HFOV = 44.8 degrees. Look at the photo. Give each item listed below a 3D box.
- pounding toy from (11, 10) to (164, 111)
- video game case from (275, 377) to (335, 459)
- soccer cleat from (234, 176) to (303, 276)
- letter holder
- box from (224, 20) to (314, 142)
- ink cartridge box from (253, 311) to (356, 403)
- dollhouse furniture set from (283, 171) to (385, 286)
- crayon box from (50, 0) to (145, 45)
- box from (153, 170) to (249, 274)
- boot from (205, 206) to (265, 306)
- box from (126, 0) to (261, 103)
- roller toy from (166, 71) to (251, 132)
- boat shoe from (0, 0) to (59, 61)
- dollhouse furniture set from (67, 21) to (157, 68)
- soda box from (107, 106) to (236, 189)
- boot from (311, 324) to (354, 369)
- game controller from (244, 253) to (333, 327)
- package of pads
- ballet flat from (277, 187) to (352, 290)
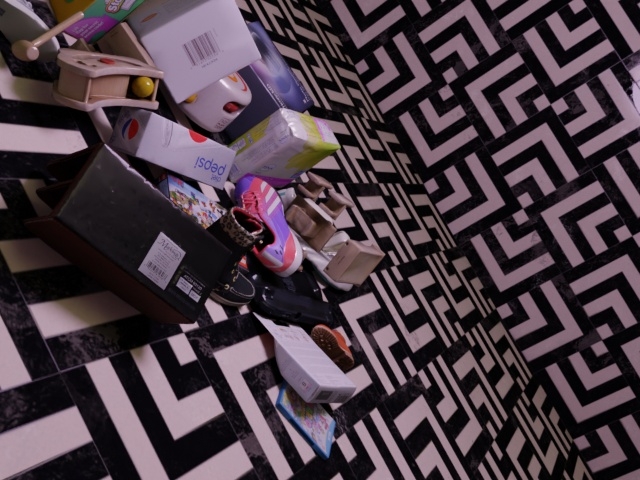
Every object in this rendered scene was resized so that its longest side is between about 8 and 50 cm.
[{"bbox_3d":[-0.419,-0.332,1.448,0.270,0.154,0.154,-1,26,-39],"label":"pounding toy"},{"bbox_3d":[-0.029,0.368,1.645,0.166,0.015,0.119,52,22,-16],"label":"video game case"},{"bbox_3d":[-0.142,-0.054,1.803,0.116,0.109,0.318,34,22,-48],"label":"soccer cleat"},{"bbox_3d":[-0.346,0.001,1.317,0.302,0.214,0.152,44,57,-33],"label":"letter holder"},{"bbox_3d":[-0.194,-0.430,2.156,0.296,0.183,0.294,54,23,-9],"label":"box"},{"bbox_3d":[-0.045,0.261,1.707,0.232,0.066,0.189,39,8,28],"label":"ink cartridge box"},{"bbox_3d":[0.015,-0.008,1.895,0.242,0.212,0.161,43,12,23],"label":"dollhouse furniture set"},{"bbox_3d":[-0.443,-0.657,1.669,0.106,0.363,0.313,15,47,-61],"label":"crayon box"},{"bbox_3d":[-0.253,-0.029,1.660,0.233,0.044,0.159,35,31,-45],"label":"box"},{"bbox_3d":[-0.169,0.037,1.566,0.236,0.179,0.085,37,29,-41],"label":"boot"},{"bbox_3d":[-0.307,-0.483,1.753,0.345,0.215,0.168,54,-7,52],"label":"box"},{"bbox_3d":[-0.281,-0.369,1.924,0.191,0.146,0.209,40,17,-27],"label":"roller toy"},{"bbox_3d":[-0.580,-0.437,1.461,0.227,0.079,0.081,43,30,-26],"label":"boat shoe"},{"bbox_3d":[-0.423,-0.384,1.633,0.144,0.151,0.123,56,21,-11],"label":"dollhouse furniture set"},{"bbox_3d":[-0.308,-0.194,1.652,0.091,0.098,0.286,20,0,32],"label":"soda box"},{"bbox_3d":[0.023,0.241,1.882,0.158,0.059,0.084,52,17,-38],"label":"boot"},{"bbox_3d":[-0.081,0.123,1.830,0.166,0.067,0.319,53,16,30],"label":"game controller"},{"bbox_3d":[-0.097,-0.236,2.030,0.101,0.229,0.296,62,22,11],"label":"package of pads"},{"bbox_3d":[0.000,0.000,2.054,0.400,0.139,0.139,42,26,-35],"label":"ballet flat"}]
